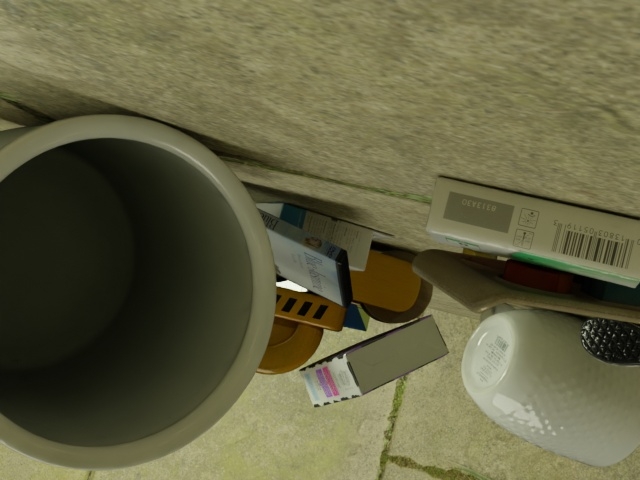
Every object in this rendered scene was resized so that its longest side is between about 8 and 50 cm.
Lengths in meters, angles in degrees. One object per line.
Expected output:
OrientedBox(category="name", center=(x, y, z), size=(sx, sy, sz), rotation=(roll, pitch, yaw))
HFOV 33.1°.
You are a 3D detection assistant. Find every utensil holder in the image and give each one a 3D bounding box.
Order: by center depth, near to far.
OrientedBox(category="utensil holder", center=(-0.273, 0.031, 1.139), size=(0.327, 0.328, 0.385), rotation=(16, 178, -28))

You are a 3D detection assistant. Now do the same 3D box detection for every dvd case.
OrientedBox(category="dvd case", center=(-0.076, 0.000, 1.368), size=(0.253, 0.022, 0.180), rotation=(25, 162, 13))

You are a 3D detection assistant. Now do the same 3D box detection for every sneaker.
OrientedBox(category="sneaker", center=(0.589, 0.196, 1.946), size=(0.234, 0.084, 0.097), rotation=(11, 176, 31))

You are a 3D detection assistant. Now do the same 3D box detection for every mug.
OrientedBox(category="mug", center=(0.450, 0.253, 2.194), size=(0.328, 0.276, 0.374), rotation=(22, -157, -25))

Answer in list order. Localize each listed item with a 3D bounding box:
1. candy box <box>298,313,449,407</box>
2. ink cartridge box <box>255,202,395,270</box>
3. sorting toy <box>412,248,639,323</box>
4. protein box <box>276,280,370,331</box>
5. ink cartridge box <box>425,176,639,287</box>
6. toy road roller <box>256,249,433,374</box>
OrientedBox(category="candy box", center=(0.079, 0.192, 1.688), size=(0.164, 0.070, 0.196), rotation=(-22, 175, -26))
OrientedBox(category="ink cartridge box", center=(0.000, 0.000, 1.487), size=(0.180, 0.060, 0.104), rotation=(17, 174, -25))
OrientedBox(category="sorting toy", center=(0.213, 0.029, 1.067), size=(0.229, 0.041, 0.307), rotation=(5, -172, -13))
OrientedBox(category="protein box", center=(-0.023, 0.095, 2.255), size=(0.201, 0.136, 0.199), rotation=(9, 174, 45))
OrientedBox(category="ink cartridge box", center=(0.199, 0.003, 0.979), size=(0.180, 0.056, 0.224), rotation=(13, 174, 14))
OrientedBox(category="toy road roller", center=(-0.002, 0.111, 1.723), size=(0.329, 0.241, 0.202), rotation=(14, 176, 1))
